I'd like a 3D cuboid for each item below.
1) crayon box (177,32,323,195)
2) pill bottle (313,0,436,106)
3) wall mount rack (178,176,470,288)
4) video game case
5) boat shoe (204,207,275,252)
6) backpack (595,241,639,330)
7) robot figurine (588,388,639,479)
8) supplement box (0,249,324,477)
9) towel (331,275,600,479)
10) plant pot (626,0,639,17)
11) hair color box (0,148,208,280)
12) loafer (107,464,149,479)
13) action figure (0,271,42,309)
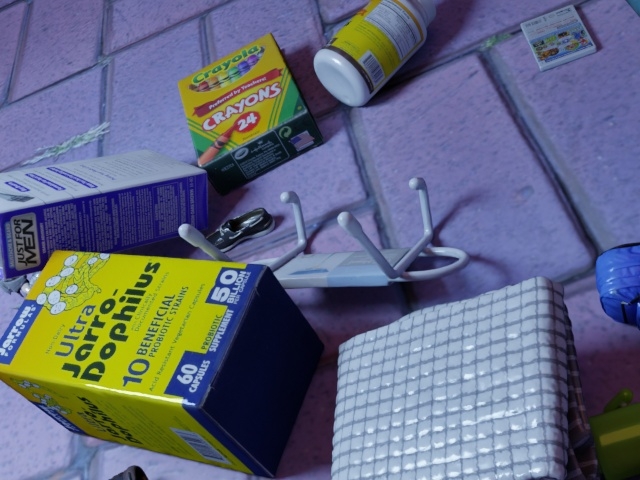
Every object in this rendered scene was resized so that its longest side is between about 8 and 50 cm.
[{"bbox_3d":[-0.136,-0.244,1.422,0.202,0.081,0.319,-28,44,5],"label":"crayon box"},{"bbox_3d":[0.097,-0.334,1.350,0.215,0.117,0.117,-47,47,-15],"label":"pill bottle"},{"bbox_3d":[0.000,0.000,1.025,0.349,0.131,0.304,-5,13,24],"label":"wall mount rack"},{"bbox_3d":[0.373,-0.320,1.266,0.087,0.011,0.122,-18,46,12],"label":"video game case"},{"bbox_3d":[-0.134,-0.017,1.254,0.125,0.038,0.046,-18,46,13],"label":"boat shoe"},{"bbox_3d":[0.368,0.052,0.888,0.120,0.098,0.101,-5,54,23],"label":"backpack"},{"bbox_3d":[0.313,0.201,0.809,0.115,0.067,0.101,-20,50,11],"label":"robot figurine"},{"bbox_3d":[-0.211,0.150,1.041,0.356,0.195,0.194,2,54,30],"label":"supplement box"},{"bbox_3d":[0.147,0.183,0.847,0.283,0.121,0.235,-25,41,33],"label":"towel"},{"bbox_3d":[0.510,-0.487,1.179,0.165,0.234,0.166,-23,45,9],"label":"plant pot"},{"bbox_3d":[-0.361,-0.051,1.230,0.338,0.110,0.185,-15,26,-40],"label":"hair color box"},{"bbox_3d":[-0.174,0.355,0.913,0.302,0.109,0.095,24,62,43],"label":"loafer"},{"bbox_3d":[-0.458,0.016,1.359,0.185,0.099,0.285,-18,50,1],"label":"action figure"}]
